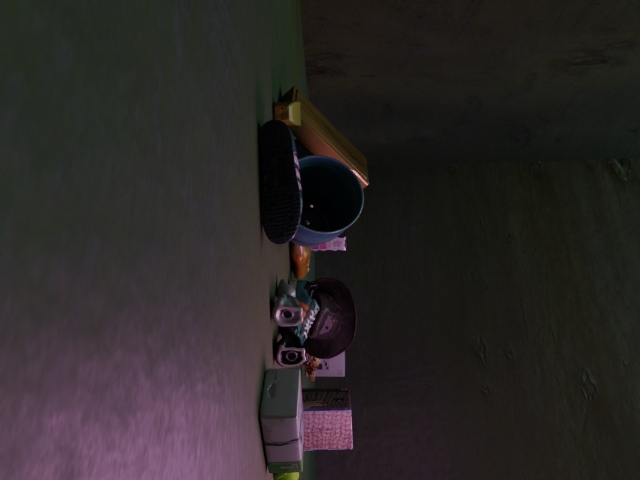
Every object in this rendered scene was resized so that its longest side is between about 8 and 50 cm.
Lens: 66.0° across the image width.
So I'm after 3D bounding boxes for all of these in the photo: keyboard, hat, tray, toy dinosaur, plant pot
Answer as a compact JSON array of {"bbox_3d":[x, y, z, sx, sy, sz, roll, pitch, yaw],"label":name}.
[{"bbox_3d":[-0.057,-0.346,1.793,0.201,0.033,0.317,56,25,3],"label":"keyboard"},{"bbox_3d":[-0.010,0.307,1.975,0.134,0.332,0.330,20,66,-59],"label":"hat"},{"bbox_3d":[0.021,-0.374,1.840,0.411,0.076,0.202,40,30,-28],"label":"tray"},{"bbox_3d":[-0.048,0.556,2.436,0.321,0.165,0.218,-65,177,29],"label":"toy dinosaur"},{"bbox_3d":[-0.021,-0.104,1.644,0.255,0.272,0.271,120,-28,-66],"label":"plant pot"},{"bbox_3d":[-0.113,-0.410,1.588,0.083,0.081,0.081,-42,132,-74],"label":"plant pot"}]

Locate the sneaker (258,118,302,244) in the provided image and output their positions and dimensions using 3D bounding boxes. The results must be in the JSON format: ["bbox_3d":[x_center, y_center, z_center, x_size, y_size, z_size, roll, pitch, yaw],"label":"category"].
[{"bbox_3d":[-0.098,-0.148,1.303,0.131,0.112,0.318,-3,92,-85],"label":"sneaker"}]

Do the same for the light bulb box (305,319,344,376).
[{"bbox_3d":[0.026,0.520,2.797,0.358,0.226,0.360,-86,176,-66],"label":"light bulb box"}]

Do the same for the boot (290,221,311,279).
[{"bbox_3d":[-0.081,0.017,2.103,0.295,0.104,0.211,-78,172,-61],"label":"boot"}]

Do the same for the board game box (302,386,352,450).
[{"bbox_3d":[0.002,0.673,1.879,0.291,0.232,0.140,28,60,-88],"label":"board game box"}]

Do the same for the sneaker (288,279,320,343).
[{"bbox_3d":[-0.063,0.280,1.849,0.108,0.121,0.301,85,4,-57],"label":"sneaker"}]

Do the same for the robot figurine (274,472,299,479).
[{"bbox_3d":[-0.096,0.648,1.411,0.101,0.067,0.115,-32,121,-74],"label":"robot figurine"}]

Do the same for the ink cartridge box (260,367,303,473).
[{"bbox_3d":[-0.093,0.459,1.263,0.160,0.093,0.219,-89,178,-57],"label":"ink cartridge box"}]

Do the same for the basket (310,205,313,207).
[{"bbox_3d":[-0.016,-0.194,1.946,0.289,0.201,0.254,27,57,-52],"label":"basket"}]

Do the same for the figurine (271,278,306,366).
[{"bbox_3d":[-0.102,0.241,1.503,0.209,0.093,0.214,-112,-161,-73],"label":"figurine"}]

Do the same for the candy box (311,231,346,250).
[{"bbox_3d":[0.000,0.000,2.271,0.159,0.234,0.071,-87,175,-79],"label":"candy box"}]
